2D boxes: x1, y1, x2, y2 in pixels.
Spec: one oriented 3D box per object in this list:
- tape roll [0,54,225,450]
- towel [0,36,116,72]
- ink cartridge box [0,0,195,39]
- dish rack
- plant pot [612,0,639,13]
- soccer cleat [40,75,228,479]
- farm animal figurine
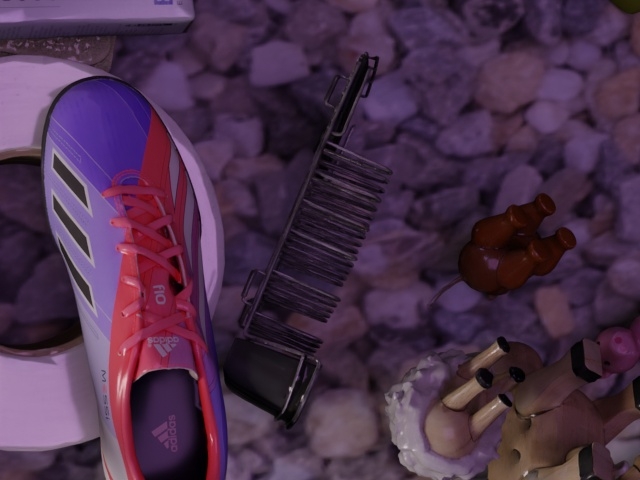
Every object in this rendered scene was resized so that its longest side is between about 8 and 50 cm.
[{"bbox_3d":[-0.216,0.010,1.214,0.286,0.100,0.286,0,88,-17],"label":"tape roll"},{"bbox_3d":[-0.224,-0.186,1.253,0.148,0.027,0.110,5,86,-16],"label":"towel"},{"bbox_3d":[-0.214,-0.259,1.226,0.224,0.045,0.223,-5,80,-18],"label":"ink cartridge box"},{"bbox_3d":[0.000,0.000,1.230,0.074,0.208,0.272,23,81,-1],"label":"dish rack"},{"bbox_3d":[0.288,-0.344,1.315,0.228,0.207,0.227,46,77,-12],"label":"plant pot"},{"bbox_3d":[-0.118,0.042,1.129,0.108,0.116,0.318,-9,92,-16],"label":"soccer cleat"},{"bbox_3d":[0.194,0.150,1.290,0.330,0.172,0.327,41,37,-12],"label":"farm animal figurine"}]
